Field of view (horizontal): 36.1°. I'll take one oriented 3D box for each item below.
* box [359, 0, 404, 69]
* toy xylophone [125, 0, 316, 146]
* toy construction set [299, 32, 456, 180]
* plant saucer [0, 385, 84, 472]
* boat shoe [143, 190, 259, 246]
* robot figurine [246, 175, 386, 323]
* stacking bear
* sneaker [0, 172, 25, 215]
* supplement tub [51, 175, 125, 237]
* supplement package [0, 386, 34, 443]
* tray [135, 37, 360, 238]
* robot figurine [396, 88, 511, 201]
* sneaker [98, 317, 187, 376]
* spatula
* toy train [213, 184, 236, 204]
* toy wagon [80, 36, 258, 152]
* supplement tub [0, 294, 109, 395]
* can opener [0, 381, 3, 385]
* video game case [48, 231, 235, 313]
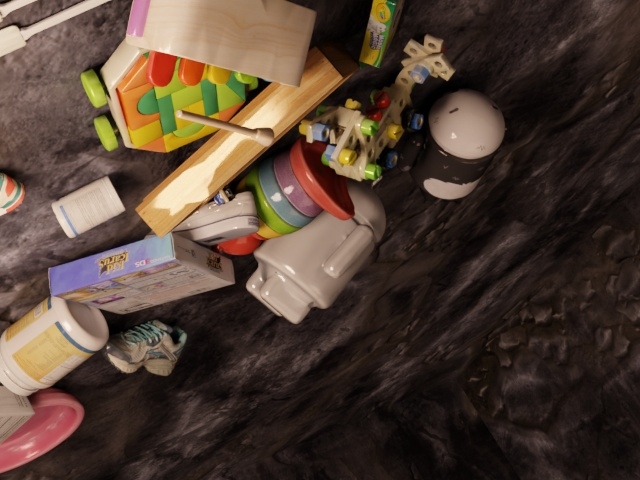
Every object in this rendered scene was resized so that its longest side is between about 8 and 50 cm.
[{"bbox_3d":[0.107,-0.370,1.633,0.179,0.043,0.105,108,5,-60],"label":"box"},{"bbox_3d":[-0.129,-0.269,1.383,0.323,0.081,0.236,18,92,-49],"label":"toy xylophone"},{"bbox_3d":[0.110,-0.241,1.830,0.328,0.151,0.215,-44,142,-14],"label":"toy construction set"},{"bbox_3d":[-0.712,0.429,2.251,0.332,0.084,0.332,-26,156,-13],"label":"plant saucer"},{"bbox_3d":[-0.229,-0.036,1.879,0.258,0.084,0.095,-11,167,24],"label":"boat shoe"},{"bbox_3d":[0.000,0.000,2.054,0.200,0.300,0.353,43,79,-30],"label":"robot figurine"},{"bbox_3d":[-0.099,-0.069,1.922,0.289,0.175,0.164,-31,133,26],"label":"stacking bear"},{"bbox_3d":[-0.542,-0.053,1.531,0.161,0.057,0.075,-34,141,10],"label":"sneaker"},{"bbox_3d":[-0.395,-0.057,1.672,0.107,0.071,0.071,-27,157,-8],"label":"supplement tub"},{"bbox_3d":[-0.722,0.331,1.963,0.134,0.139,0.244,-40,156,17],"label":"supplement package"},{"bbox_3d":[-0.121,-0.178,1.667,0.411,0.076,0.203,-40,-176,18],"label":"tray"},{"bbox_3d":[0.286,-0.203,2.113,0.209,0.173,0.278,-54,172,-34],"label":"robot figurine"},{"bbox_3d":[-0.407,0.226,2.235,0.122,0.110,0.283,-54,156,7],"label":"sneaker"},{"bbox_3d":[-0.366,-0.312,1.253,0.242,0.019,0.168,-28,156,-9],"label":"spatula"},{"bbox_3d":[-0.167,-0.076,1.688,0.036,0.027,0.158,-31,-176,-6],"label":"toy train"},{"bbox_3d":[-0.222,-0.259,1.478,0.267,0.068,0.344,-26,157,-14],"label":"toy wagon"},{"bbox_3d":[-0.533,0.200,1.928,0.200,0.144,0.144,-36,157,11],"label":"supplement tub"},{"bbox_3d":[-0.671,0.235,1.942,0.059,0.073,0.186,-34,147,15],"label":"can opener"},{"bbox_3d":[-0.340,0.068,1.899,0.269,0.061,0.244,-16,163,18],"label":"video game case"}]
